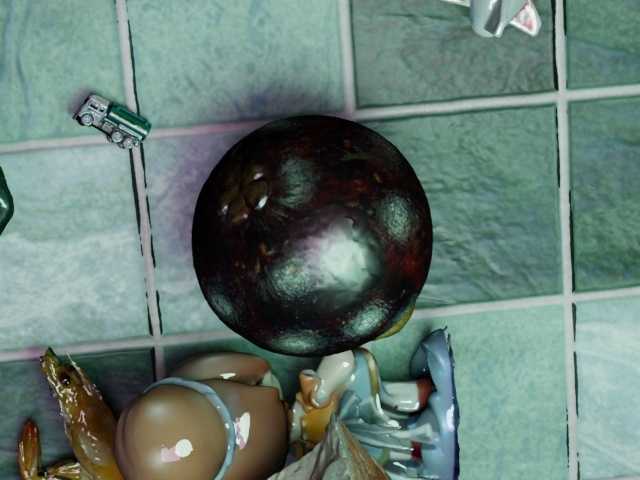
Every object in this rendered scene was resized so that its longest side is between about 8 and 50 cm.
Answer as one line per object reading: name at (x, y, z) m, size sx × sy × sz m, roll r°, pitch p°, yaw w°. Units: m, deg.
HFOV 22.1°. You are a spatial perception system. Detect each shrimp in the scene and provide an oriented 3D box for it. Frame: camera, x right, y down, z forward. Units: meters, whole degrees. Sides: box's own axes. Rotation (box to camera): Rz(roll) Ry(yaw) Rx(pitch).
shrimp at (-0.293, 0.240, 1.948) m, size 0.150 × 0.068 × 0.249 m, roll -9°, pitch 112°, yaw 2°

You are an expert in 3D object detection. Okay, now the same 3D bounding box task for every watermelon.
watermelon at (0.037, 0.319, 1.726) m, size 0.232 × 0.310 × 0.193 m, roll 43°, pitch 117°, yaw -2°

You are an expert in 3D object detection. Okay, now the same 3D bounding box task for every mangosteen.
mangosteen at (0.000, 0.000, 1.806) m, size 0.288 × 0.288 × 0.288 m, roll -2°, pitch 106°, yaw -6°

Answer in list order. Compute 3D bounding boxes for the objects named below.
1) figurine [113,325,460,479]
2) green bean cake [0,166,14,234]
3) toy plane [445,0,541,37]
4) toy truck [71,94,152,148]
figurine at (-0.037, 0.234, 1.892) m, size 0.388 × 0.248 × 0.277 m, roll -2°, pitch 130°, yaw -3°
green bean cake at (-0.527, -0.024, 1.759) m, size 0.300 × 0.169 × 0.308 m, roll 34°, pitch 94°, yaw -27°
toy plane at (0.226, -0.343, 1.811) m, size 0.252 × 0.118 × 0.252 m, roll -2°, pitch 104°, yaw -8°
toy truck at (-0.235, -0.134, 1.859) m, size 0.083 × 0.039 × 0.044 m, roll 30°, pitch 84°, yaw -15°
